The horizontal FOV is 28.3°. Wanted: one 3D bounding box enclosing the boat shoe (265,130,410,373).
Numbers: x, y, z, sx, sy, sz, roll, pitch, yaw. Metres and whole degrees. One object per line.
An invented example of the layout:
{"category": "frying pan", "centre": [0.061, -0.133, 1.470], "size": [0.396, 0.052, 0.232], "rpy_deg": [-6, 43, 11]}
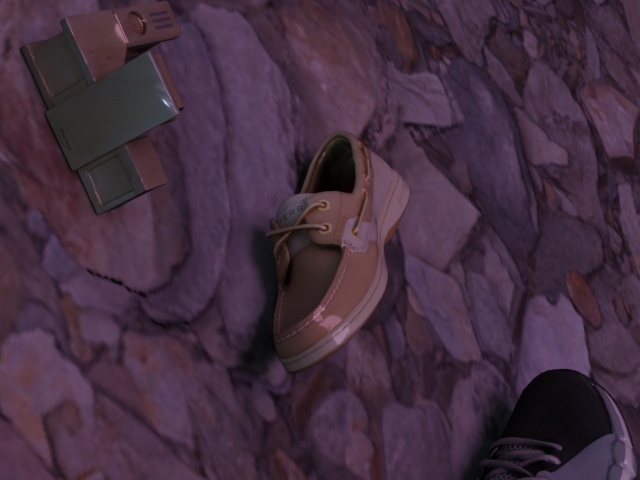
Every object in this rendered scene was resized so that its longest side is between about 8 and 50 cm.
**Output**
{"category": "boat shoe", "centre": [0.000, 0.000, 0.653], "size": [0.059, 0.063, 0.170], "rpy_deg": [50, 29, -18]}

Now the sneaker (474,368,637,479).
{"category": "sneaker", "centre": [0.099, 0.141, 0.680], "size": [0.132, 0.086, 0.229], "rpy_deg": [41, 44, -29]}

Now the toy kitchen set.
{"category": "toy kitchen set", "centre": [-0.075, -0.069, 0.581], "size": [0.075, 0.068, 0.083], "rpy_deg": [-27, 93, -55]}
